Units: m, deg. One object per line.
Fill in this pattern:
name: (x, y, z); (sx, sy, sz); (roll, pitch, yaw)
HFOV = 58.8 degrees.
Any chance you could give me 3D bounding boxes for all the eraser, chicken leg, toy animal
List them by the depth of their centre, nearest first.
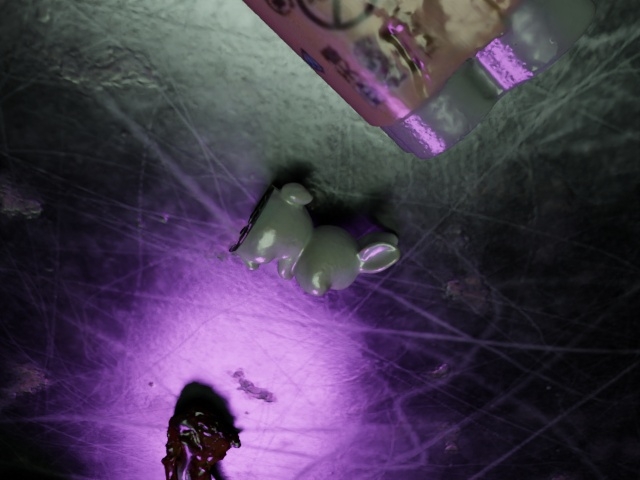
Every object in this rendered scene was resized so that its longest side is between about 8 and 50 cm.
eraser: (0.016, -0.194, 0.345); (0.290, 0.087, 0.171); (40, 120, -17)
toy animal: (-0.004, 0.005, 0.481); (0.124, 0.071, 0.085); (33, 101, -5)
chicken leg: (-0.144, 0.273, 0.680); (0.093, 0.053, 0.205); (2, 128, -13)
